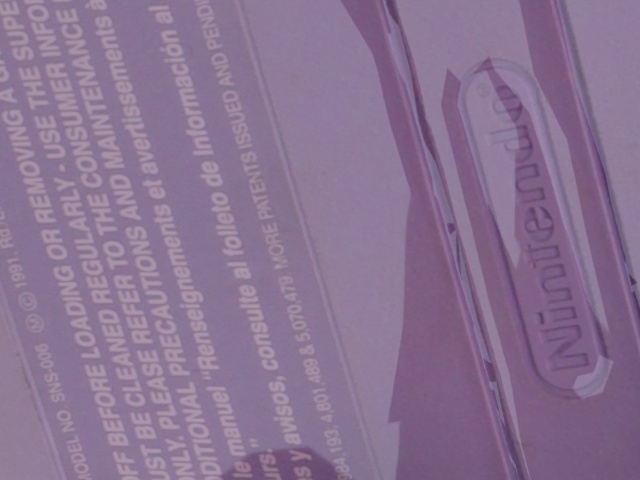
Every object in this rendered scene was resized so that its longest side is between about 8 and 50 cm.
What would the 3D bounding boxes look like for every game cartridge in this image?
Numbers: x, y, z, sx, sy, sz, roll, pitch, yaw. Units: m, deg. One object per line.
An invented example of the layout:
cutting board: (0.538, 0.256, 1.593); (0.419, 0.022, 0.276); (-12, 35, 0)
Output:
game cartridge: (0.000, 0.000, 0.463); (0.230, 0.068, 0.355); (-9, 105, 27)
